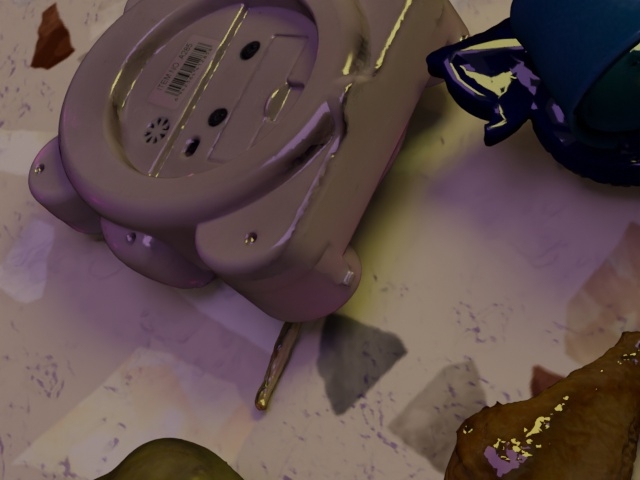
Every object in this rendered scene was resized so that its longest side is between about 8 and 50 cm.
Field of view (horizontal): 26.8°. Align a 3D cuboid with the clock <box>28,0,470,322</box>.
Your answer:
[{"bbox_3d":[-0.069,-0.100,1.070,0.322,0.113,0.295,11,67,40],"label":"clock"}]

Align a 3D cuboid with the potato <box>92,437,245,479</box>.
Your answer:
[{"bbox_3d":[-0.087,0.225,0.874,0.155,0.137,0.200,-25,45,-31],"label":"potato"}]

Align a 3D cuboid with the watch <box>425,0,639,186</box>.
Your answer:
[{"bbox_3d":[0.206,-0.140,0.907,0.196,0.200,0.171,-27,68,-16],"label":"watch"}]

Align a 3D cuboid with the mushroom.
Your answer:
[{"bbox_3d":[-0.002,0.002,1.047,0.026,0.028,0.286,26,68,-10],"label":"mushroom"}]

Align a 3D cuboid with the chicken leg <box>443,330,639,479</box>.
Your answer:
[{"bbox_3d":[0.179,0.103,0.851,0.251,0.107,0.087,-44,35,-17],"label":"chicken leg"}]
